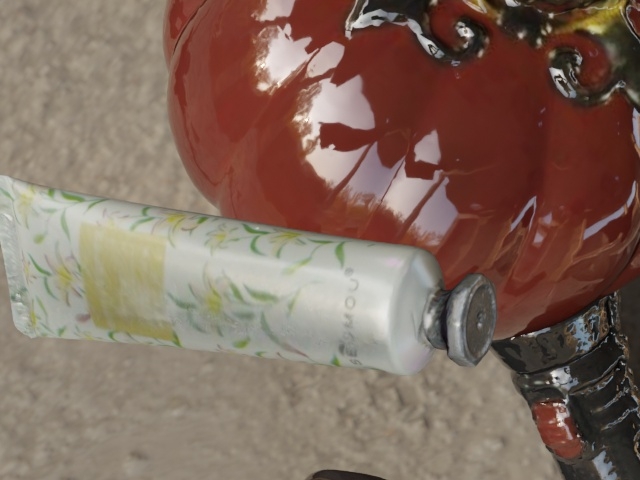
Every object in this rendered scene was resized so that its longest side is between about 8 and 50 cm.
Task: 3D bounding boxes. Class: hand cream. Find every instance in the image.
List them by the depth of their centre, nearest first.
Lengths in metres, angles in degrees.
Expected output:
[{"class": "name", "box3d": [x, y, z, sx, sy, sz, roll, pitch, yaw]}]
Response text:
[{"class": "hand cream", "box3d": [-0.035, 0.016, 0.575, 0.042, 0.195, 0.067, -46, 135, -51]}]

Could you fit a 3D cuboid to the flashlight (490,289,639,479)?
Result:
[{"class": "flashlight", "box3d": [0.165, 0.115, 1.000, 0.093, 0.093, 0.232, -30, 107, -27]}]

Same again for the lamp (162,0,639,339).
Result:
[{"class": "lamp", "box3d": [0.066, -0.092, 0.878, 0.303, 0.257, 0.303, 10, 55, -15]}]

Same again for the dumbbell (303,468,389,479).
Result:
[{"class": "dumbbell", "box3d": [0.000, 0.271, 1.088, 0.140, 0.124, 0.225, 17, 110, -42]}]
